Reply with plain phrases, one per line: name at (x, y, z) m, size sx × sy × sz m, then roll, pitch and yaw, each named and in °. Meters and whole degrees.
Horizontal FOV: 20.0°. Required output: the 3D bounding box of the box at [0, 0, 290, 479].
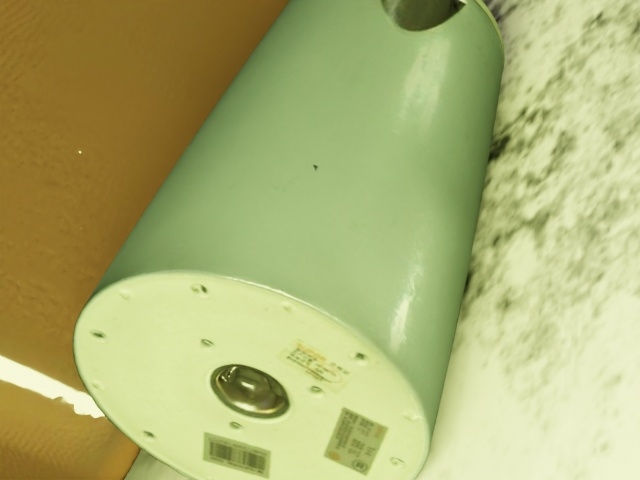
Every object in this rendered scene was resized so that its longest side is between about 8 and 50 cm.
box at (-0.167, -0.026, 1.010) m, size 0.239 × 0.229 × 0.339 m, roll 125°, pitch 168°, yaw -62°

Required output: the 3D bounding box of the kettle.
kettle at (0.000, 0.000, 0.863) m, size 0.211 × 0.159 × 0.243 m, roll 107°, pitch -175°, yaw -50°
